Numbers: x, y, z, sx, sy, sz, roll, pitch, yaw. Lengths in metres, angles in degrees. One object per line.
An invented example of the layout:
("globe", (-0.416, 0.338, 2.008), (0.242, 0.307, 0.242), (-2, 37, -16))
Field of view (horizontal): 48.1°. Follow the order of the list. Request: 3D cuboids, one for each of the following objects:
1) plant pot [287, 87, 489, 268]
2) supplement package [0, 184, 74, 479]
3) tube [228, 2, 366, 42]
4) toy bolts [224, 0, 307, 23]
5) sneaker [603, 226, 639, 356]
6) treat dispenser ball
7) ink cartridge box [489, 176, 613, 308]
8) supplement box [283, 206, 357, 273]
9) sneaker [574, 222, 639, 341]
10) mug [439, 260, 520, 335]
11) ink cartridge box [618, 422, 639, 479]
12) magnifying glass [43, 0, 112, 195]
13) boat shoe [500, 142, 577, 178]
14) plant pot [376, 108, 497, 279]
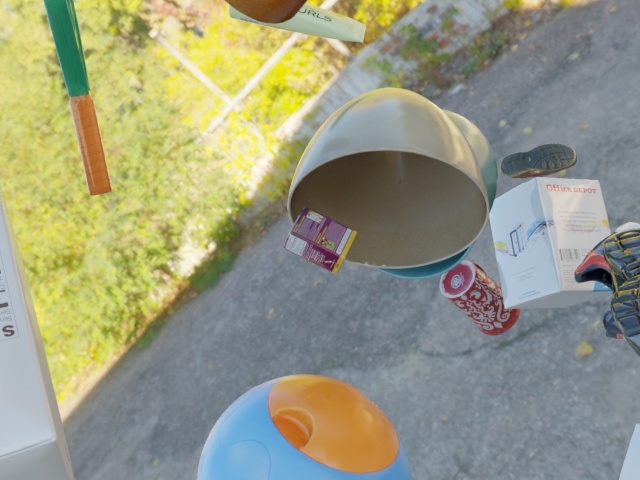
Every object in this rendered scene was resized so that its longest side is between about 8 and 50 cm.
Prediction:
("plant pot", (0.100, -0.113, 1.060), (0.284, 0.284, 0.191), (-29, 44, 41))
("supplement package", (-0.329, 0.092, 0.603), (0.175, 0.293, 0.178), (-14, -30, -22))
("tube", (-0.038, -0.393, 1.253), (0.062, 0.240, 0.070), (109, 176, -76))
("toy bolts", (-0.126, -0.214, 0.417), (0.158, 0.219, 0.228), (-19, -10, 40))
("sneaker", (0.405, 0.078, 0.862), (0.101, 0.106, 0.267), (-11, 22, 23))
("treat dispenser ball", (-0.022, 0.326, 0.966), (0.288, 0.288, 0.288), (-40, 21, 19))
("ink cartridge box", (0.469, 0.009, 1.453), (0.168, 0.171, 0.233), (146, 122, -60))
("supplement box", (0.000, 0.000, 0.982), (0.055, 0.083, 0.043), (-61, -3, -39))
("sneaker", (0.533, 0.139, 1.106), (0.148, 0.131, 0.350), (-34, 53, 4))
("mug", (0.338, 0.116, 1.584), (0.113, 0.169, 0.150), (-50, 35, 5))
("ink cartridge box", (0.517, 0.473, 0.963), (0.385, 0.160, 0.279), (-69, 13, -7))
("magnifying glass", (-0.226, -0.156, 0.654), (0.026, 0.231, 0.092), (-13, 11, -11))
("boat shoe", (0.492, -0.173, 1.600), (0.177, 0.060, 0.064), (-7, 71, 46))
("plant pot", (0.193, -0.110, 1.321), (0.293, 0.293, 0.235), (-30, 6, 40))
